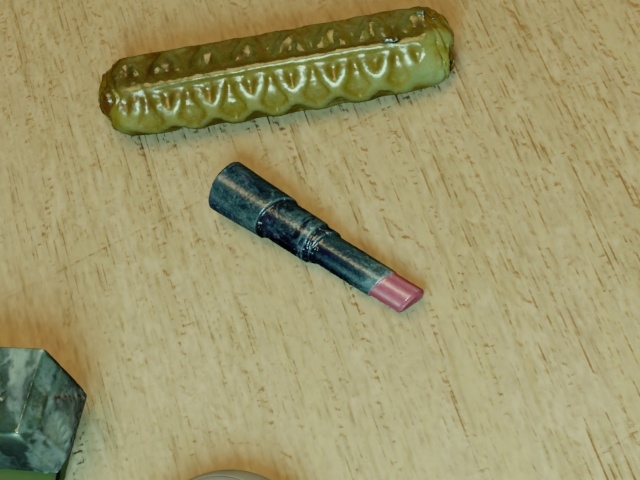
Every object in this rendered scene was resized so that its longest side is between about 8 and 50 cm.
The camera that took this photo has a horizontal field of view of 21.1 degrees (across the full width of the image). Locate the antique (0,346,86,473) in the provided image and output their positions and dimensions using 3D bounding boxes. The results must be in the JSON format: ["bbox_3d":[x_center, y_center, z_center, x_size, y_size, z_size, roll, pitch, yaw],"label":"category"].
[{"bbox_3d":[-0.307,0.150,1.548,0.183,0.086,0.088,0,60,22],"label":"antique"}]

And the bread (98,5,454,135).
[{"bbox_3d":[-0.046,-0.168,1.727,0.367,0.084,0.077,-9,15,7],"label":"bread"}]

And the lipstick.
[{"bbox_3d":[0.000,0.000,1.630,0.234,0.053,0.053,30,70,24],"label":"lipstick"}]

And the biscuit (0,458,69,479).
[{"bbox_3d":[-0.288,0.279,1.534,0.099,0.038,0.322,1,59,19],"label":"biscuit"}]

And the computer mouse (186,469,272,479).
[{"bbox_3d":[-0.126,0.313,1.428,0.297,0.121,0.184,-37,59,-11],"label":"computer mouse"}]
